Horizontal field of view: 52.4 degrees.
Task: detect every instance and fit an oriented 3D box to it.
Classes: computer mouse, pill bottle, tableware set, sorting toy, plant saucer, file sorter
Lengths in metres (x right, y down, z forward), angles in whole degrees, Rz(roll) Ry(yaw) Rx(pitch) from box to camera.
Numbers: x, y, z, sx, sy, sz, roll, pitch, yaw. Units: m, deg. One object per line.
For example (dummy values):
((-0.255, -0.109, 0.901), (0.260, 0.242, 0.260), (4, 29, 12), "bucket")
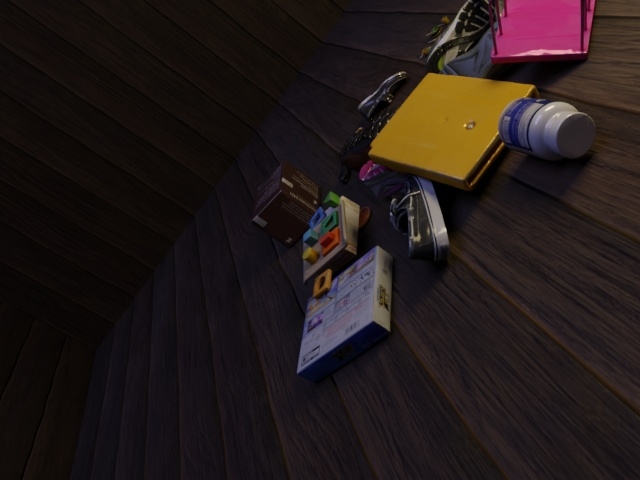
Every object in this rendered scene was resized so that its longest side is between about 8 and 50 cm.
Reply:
((0.144, -0.310, 2.080), (0.262, 0.060, 0.184), (-51, 23, 43), "computer mouse")
((0.436, -0.214, 1.254), (0.112, 0.112, 0.187), (-54, 22, 5), "pill bottle")
((0.379, -0.673, 2.148), (0.154, 0.024, 0.104), (-60, 22, -12), "tableware set")
((0.000, 0.000, 1.740), (0.196, 0.047, 0.348), (-47, 28, 30), "sorting toy")
((0.113, -0.057, 1.835), (0.083, 0.013, 0.083), (-43, 26, 27), "plant saucer")
((0.493, -0.559, 1.428), (0.202, 0.182, 0.291), (5, 56, 25), "file sorter")

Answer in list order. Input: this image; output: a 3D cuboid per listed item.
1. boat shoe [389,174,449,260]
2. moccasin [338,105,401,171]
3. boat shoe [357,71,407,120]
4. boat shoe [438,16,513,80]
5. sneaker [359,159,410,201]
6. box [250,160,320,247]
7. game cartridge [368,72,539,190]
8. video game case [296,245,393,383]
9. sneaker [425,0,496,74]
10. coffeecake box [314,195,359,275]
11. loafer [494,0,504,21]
((0.210, -0.056, 1.473), (0.105, 0.113, 0.306), (-6, 41, 1), "boat shoe")
((0.184, -0.261, 1.816), (0.139, 0.147, 0.380), (-61, 14, -26), "moccasin")
((0.220, -0.482, 2.189), (0.206, 0.075, 0.065), (-38, 70, 26), "boat shoe")
((0.413, -0.440, 1.659), (0.320, 0.103, 0.118), (-45, 59, 34), "boat shoe")
((0.232, -0.179, 1.653), (0.252, 0.111, 0.103), (-20, 34, 20), "sneaker")
((-0.114, -0.123, 2.192), (0.167, 0.168, 0.203), (-43, 25, 27), "box")
((0.296, -0.263, 1.514), (0.285, 0.053, 0.323), (-51, 39, -12), "game cartridge")
((0.061, 0.176, 1.547), (0.269, 0.061, 0.244), (-40, 27, 34), "video game case")
((0.402, -0.602, 1.895), (0.300, 0.111, 0.121), (-49, 18, 11), "sneaker")
((0.039, -0.008, 1.820), (0.142, 0.068, 0.185), (-41, 30, 40), "coffeecake box")
((0.514, -0.626, 1.743), (0.087, 0.094, 0.251), (-5, 42, 18), "loafer")
